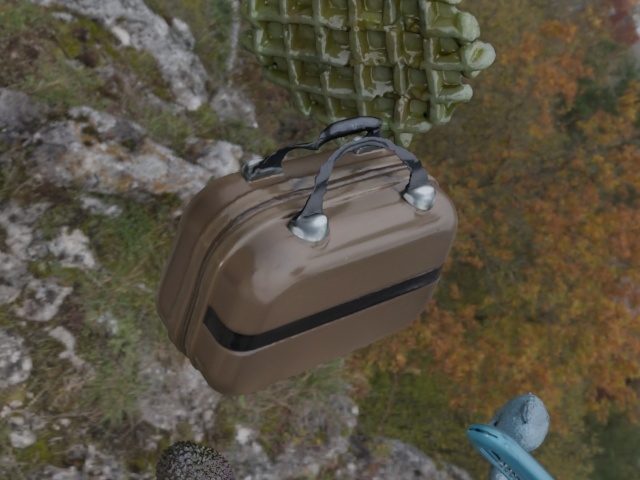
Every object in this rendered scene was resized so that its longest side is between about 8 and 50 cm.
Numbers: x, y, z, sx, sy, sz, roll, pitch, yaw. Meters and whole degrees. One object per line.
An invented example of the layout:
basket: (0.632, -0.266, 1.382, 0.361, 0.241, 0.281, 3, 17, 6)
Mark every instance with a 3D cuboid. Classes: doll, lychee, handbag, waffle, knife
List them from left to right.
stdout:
lychee: (-0.112, 0.215, 0.765, 0.083, 0.067, 0.068, 54, 3, -35)
handbag: (0.000, 0.000, 0.857, 0.302, 0.283, 0.149, -15, 48, -35)
waffle: (0.045, -0.249, 1.063, 0.309, 0.292, 0.056, 44, 41, -13)
doll: (0.233, 0.278, 1.109, 0.179, 0.075, 0.120, -58, 166, -3)
knife: (0.199, 0.236, 0.820, 0.222, 0.064, 0.031, 48, 61, -37)
